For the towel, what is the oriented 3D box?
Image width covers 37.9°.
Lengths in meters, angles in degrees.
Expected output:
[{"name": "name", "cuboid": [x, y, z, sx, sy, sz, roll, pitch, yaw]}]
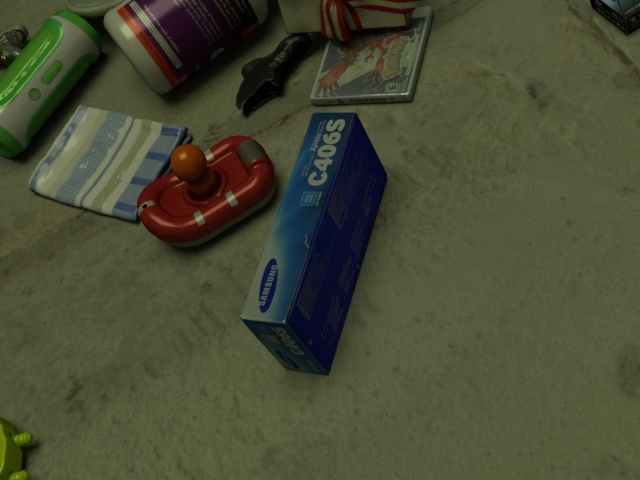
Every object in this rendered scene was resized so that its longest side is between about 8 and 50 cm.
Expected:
[{"name": "towel", "cuboid": [-0.391, -0.148, 1.707, 0.285, 0.034, 0.209, 16, 67, 31]}]

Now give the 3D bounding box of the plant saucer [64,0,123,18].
[{"name": "plant saucer", "cuboid": [-0.371, -0.612, 1.910, 0.401, 0.100, 0.400, -19, 38, 15]}]

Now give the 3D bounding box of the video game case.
[{"name": "video game case", "cuboid": [0.089, -0.320, 1.615, 0.184, 0.023, 0.201, 1, 59, 25]}]

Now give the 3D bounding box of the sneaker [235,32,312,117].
[{"name": "sneaker", "cuboid": [-0.080, -0.296, 1.660, 0.170, 0.051, 0.089, -29, 51, 9]}]

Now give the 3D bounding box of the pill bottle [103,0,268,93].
[{"name": "pill bottle", "cuboid": [-0.226, -0.429, 1.729, 0.323, 0.181, 0.181, -37, 51, -3]}]

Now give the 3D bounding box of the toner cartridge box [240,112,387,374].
[{"name": "toner cartridge box", "cuboid": [0.000, 0.000, 1.349, 0.075, 0.165, 0.347, 3, 59, 27]}]

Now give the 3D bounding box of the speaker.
[{"name": "speaker", "cuboid": [-0.557, -0.308, 1.830, 0.131, 0.131, 0.296, 20, 68, 33]}]

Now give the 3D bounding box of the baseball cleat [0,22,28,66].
[{"name": "baseball cleat", "cuboid": [-0.645, -0.412, 1.959, 0.206, 0.072, 0.109, 19, 67, 42]}]

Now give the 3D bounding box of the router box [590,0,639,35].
[{"name": "router box", "cuboid": [0.501, -0.390, 1.469, 0.122, 0.038, 0.092, -34, 52, -1]}]

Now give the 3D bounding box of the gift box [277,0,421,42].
[{"name": "gift box", "cuboid": [0.055, -0.512, 1.589, 0.277, 0.255, 0.258, -3, 48, 21]}]

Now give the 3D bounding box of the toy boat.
[{"name": "toy boat", "cuboid": [-0.197, -0.098, 1.510, 0.231, 0.151, 0.151, -32, 51, 1]}]

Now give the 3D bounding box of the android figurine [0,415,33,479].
[{"name": "android figurine", "cuboid": [-0.561, 0.360, 1.425, 0.273, 0.056, 0.248, -19, 52, 12]}]
